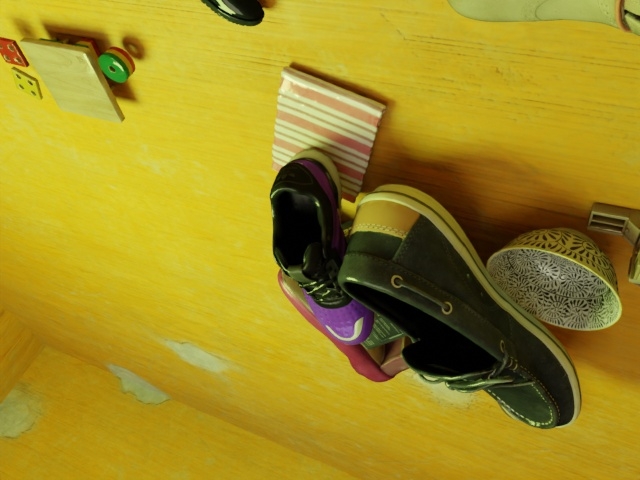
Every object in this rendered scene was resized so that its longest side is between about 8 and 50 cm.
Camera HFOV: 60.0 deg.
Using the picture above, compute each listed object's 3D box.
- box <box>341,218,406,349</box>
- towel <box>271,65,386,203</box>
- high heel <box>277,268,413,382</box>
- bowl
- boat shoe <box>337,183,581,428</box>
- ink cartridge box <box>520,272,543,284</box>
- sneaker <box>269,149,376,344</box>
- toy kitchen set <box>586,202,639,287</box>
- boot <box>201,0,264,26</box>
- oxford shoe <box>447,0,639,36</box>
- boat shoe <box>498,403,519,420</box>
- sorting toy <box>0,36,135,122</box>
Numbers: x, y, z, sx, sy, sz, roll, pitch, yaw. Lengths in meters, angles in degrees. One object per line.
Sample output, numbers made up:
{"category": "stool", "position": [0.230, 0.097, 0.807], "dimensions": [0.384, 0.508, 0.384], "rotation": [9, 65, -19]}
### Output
{"category": "box", "position": [0.097, 0.065, 0.898], "dimensions": [0.184, 0.059, 0.232], "rotation": [-26, 124, 24]}
{"category": "towel", "position": [0.005, -0.142, 0.771], "dimensions": [0.144, 0.029, 0.197], "rotation": [24, 145, 7]}
{"category": "high heel", "position": [0.027, 0.181, 1.103], "dimensions": [0.377, 0.127, 0.181], "rotation": [39, 136, -23]}
{"category": "bowl", "position": [0.312, 0.036, 0.722], "dimensions": [0.170, 0.080, 0.170], "rotation": [29, 156, 14]}
{"category": "boat shoe", "position": [0.198, 0.139, 0.778], "dimensions": [0.500, 0.156, 0.187], "rotation": [46, 152, -26]}
{"category": "ink cartridge box", "position": [0.294, 0.062, 0.833], "dimensions": [0.048, 0.028, 0.083], "rotation": [26, 148, 4]}
{"category": "sneaker", "position": [-0.007, 0.033, 0.760], "dimensions": [0.102, 0.146, 0.293], "rotation": [-13, 107, 20]}
{"category": "toy kitchen set", "position": [0.355, 0.013, 0.664], "dimensions": [0.075, 0.083, 0.068], "rotation": [14, 145, 22]}
{"category": "boot", "position": [-0.107, -0.305, 0.609], "dimensions": [0.121, 0.045, 0.099], "rotation": [31, 145, -3]}
{"category": "oxford shoe", "position": [0.246, -0.183, 0.363], "dimensions": [0.397, 0.146, 0.141], "rotation": [9, 172, 43]}
{"category": "boat shoe", "position": [0.356, 0.241, 0.982], "dimensions": [0.095, 0.095, 0.257], "rotation": [-10, 132, 37]}
{"category": "sorting toy", "position": [-0.387, -0.262, 0.877], "dimensions": [0.275, 0.046, 0.132], "rotation": [15, 146, 20]}
